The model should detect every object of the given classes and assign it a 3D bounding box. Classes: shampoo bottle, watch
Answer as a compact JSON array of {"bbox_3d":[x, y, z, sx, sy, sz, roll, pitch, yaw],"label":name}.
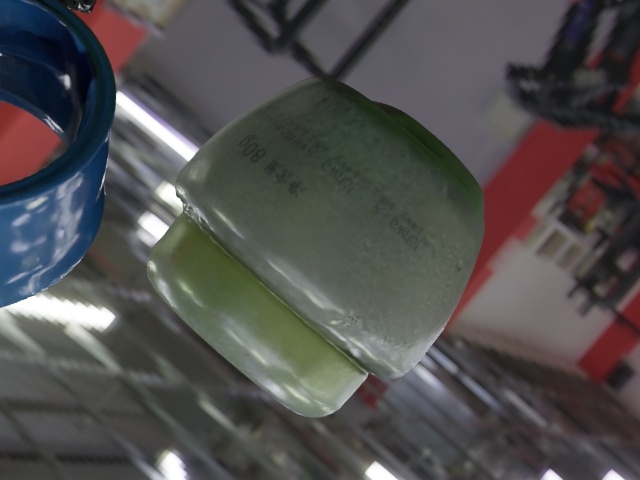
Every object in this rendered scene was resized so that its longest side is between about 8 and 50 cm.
[{"bbox_3d":[0.000,0.000,1.954,0.322,0.317,0.322,39,-179,-1],"label":"shampoo bottle"},{"bbox_3d":[-0.293,-0.057,1.340,0.274,0.241,0.305,11,-127,-5],"label":"watch"}]

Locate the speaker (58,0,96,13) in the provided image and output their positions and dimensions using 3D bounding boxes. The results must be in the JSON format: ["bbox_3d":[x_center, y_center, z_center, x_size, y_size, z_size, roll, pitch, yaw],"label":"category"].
[{"bbox_3d":[-0.342,-0.374,1.890,0.254,0.232,0.184,24,-167,16],"label":"speaker"}]
